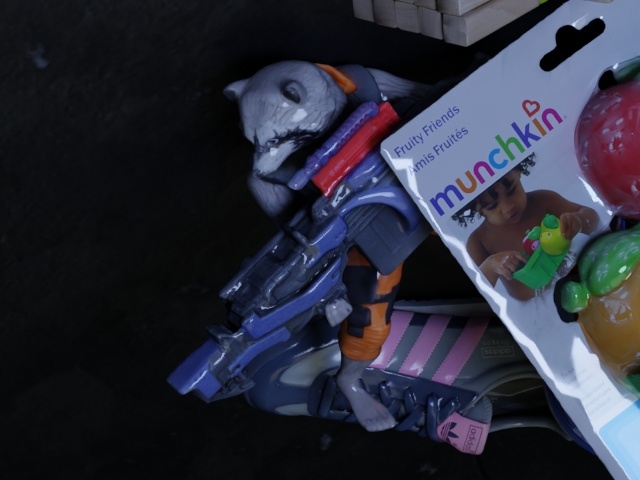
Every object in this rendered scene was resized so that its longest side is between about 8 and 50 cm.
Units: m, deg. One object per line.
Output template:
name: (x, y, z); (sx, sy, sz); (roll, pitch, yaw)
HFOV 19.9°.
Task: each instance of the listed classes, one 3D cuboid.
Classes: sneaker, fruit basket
sneaker: (0.088, 0.128, 1.605); (0.319, 0.131, 0.112); (-6, 139, -13)
fruit basket: (0.270, -0.021, 1.331); (0.327, 0.165, 0.353); (-37, 99, -14)

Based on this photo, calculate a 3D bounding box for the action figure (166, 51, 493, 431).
action figure: (0.000, 0.000, 1.411); (0.341, 0.178, 0.330); (-40, 135, -14)

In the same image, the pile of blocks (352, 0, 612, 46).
pile of blocks: (0.192, -0.242, 1.267); (0.362, 0.149, 0.113); (-16, 120, -17)

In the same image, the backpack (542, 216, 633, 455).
backpack: (0.302, 0.074, 1.554); (0.213, 0.277, 0.263); (-30, 136, 32)
